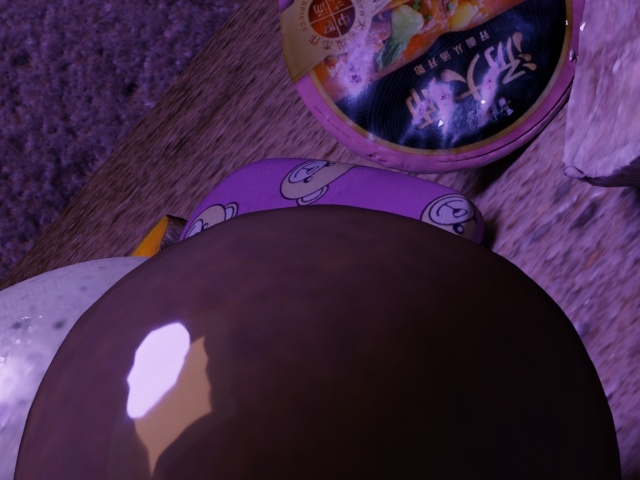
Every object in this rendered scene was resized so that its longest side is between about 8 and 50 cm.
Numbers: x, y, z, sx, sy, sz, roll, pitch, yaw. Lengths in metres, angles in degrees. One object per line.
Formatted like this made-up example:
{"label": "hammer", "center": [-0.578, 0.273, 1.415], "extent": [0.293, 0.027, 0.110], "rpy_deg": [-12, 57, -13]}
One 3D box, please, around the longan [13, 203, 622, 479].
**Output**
{"label": "longan", "center": [-0.006, 0.121, 0.894], "extent": [0.297, 0.297, 0.297], "rpy_deg": [-48, 14, 17]}

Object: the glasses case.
{"label": "glasses case", "center": [0.000, 0.000, 1.478], "extent": [0.123, 0.076, 0.316], "rpy_deg": [-52, 32, -18]}

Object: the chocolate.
{"label": "chocolate", "center": [0.226, -0.121, 1.101], "extent": [0.303, 0.100, 0.185], "rpy_deg": [169, 110, -74]}

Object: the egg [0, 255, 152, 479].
{"label": "egg", "center": [-0.170, 0.176, 1.290], "extent": [0.379, 0.287, 0.287], "rpy_deg": [-39, 13, -5]}

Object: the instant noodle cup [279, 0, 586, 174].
{"label": "instant noodle cup", "center": [0.085, -0.187, 1.546], "extent": [0.244, 0.244, 0.255], "rpy_deg": [-50, 6, 9]}

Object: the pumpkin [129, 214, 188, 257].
{"label": "pumpkin", "center": [-0.121, 0.096, 1.645], "extent": [0.222, 0.139, 0.317], "rpy_deg": [-49, 11, 26]}
